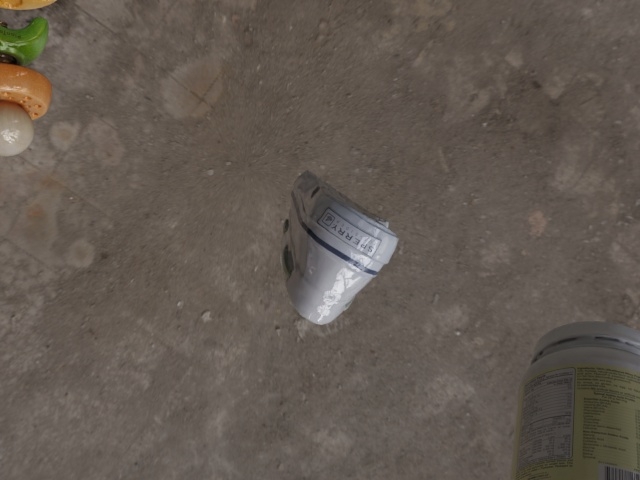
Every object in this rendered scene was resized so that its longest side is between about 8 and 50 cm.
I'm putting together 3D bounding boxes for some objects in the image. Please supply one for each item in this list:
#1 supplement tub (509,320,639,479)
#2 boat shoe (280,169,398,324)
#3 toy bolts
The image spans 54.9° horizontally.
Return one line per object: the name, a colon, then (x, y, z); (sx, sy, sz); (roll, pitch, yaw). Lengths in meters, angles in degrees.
supplement tub: (0.395, 0.301, 0.874); (0.235, 0.325, 0.235); (13, 136, 13)
boat shoe: (0.000, 0.000, 0.449); (0.083, 0.226, 0.076); (33, 96, 0)
toy bolts: (-0.363, -0.186, 0.590); (0.228, 0.218, 0.158); (2, 73, -39)
